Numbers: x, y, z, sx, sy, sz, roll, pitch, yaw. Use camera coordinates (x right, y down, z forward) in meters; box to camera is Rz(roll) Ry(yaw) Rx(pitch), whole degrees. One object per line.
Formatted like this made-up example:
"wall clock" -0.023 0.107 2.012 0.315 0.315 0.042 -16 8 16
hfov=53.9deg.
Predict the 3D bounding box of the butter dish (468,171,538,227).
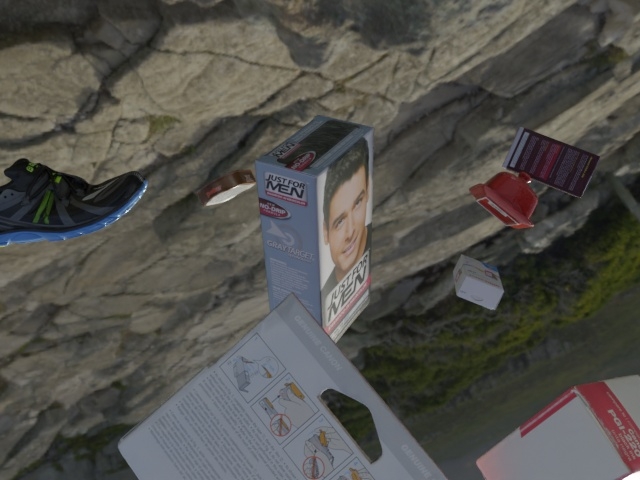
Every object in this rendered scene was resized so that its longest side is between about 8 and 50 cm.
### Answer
"butter dish" 0.458 -0.113 1.512 0.118 0.160 0.160 -50 179 1

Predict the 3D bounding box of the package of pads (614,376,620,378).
"package of pads" 0.433 0.231 0.866 0.050 0.083 0.032 0 158 13

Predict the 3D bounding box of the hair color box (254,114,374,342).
"hair color box" 0.000 0.000 1.079 0.185 0.113 0.375 -45 143 -43

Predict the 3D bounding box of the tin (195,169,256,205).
"tin" -0.200 -0.113 1.356 0.106 0.040 0.189 -24 -178 12

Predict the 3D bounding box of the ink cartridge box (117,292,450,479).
"ink cartridge box" -0.030 0.251 0.677 0.261 0.296 0.066 -41 167 1

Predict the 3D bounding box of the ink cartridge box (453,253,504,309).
"ink cartridge box" 0.338 0.088 1.356 0.088 0.122 0.052 21 114 0

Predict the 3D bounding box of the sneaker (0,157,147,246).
"sneaker" -0.264 -0.042 0.611 0.188 0.078 0.067 -9 -159 -3

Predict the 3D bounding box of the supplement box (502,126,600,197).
"supplement box" 0.669 -0.228 1.840 0.130 0.239 0.073 -67 167 10

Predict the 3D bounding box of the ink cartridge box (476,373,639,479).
"ink cartridge box" 0.300 0.217 0.662 0.217 0.092 0.158 0 138 -37
